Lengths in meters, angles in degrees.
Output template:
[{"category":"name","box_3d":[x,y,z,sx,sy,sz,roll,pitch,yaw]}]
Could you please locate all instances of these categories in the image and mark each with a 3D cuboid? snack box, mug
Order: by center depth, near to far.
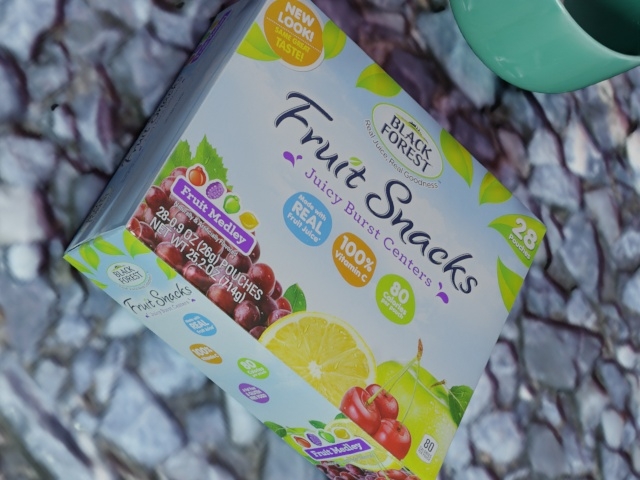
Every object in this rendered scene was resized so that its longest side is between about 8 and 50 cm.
[{"category":"snack box","box_3d":[0.000,0.000,0.843,0.207,0.070,0.174,43,55,-21]},{"category":"mug","box_3d":[0.140,-0.164,0.981,0.129,0.097,0.158,25,62,-29]}]
